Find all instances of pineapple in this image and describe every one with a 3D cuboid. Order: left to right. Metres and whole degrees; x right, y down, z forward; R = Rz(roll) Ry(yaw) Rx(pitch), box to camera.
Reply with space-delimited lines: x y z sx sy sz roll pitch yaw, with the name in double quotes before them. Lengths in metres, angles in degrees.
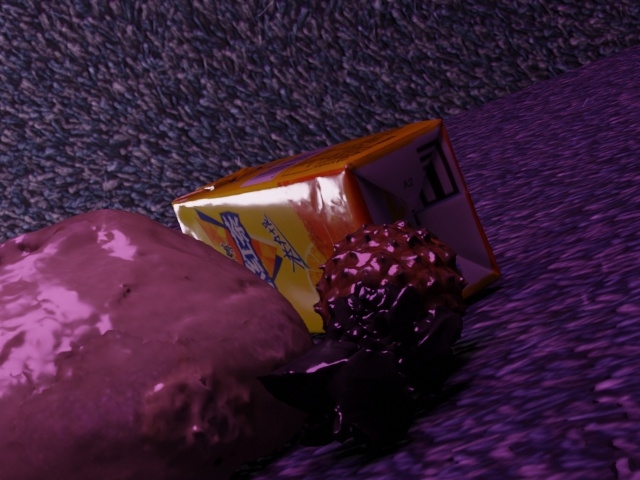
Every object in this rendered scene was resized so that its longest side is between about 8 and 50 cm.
"pineapple" 0.037 0.067 0.934 0.119 0.111 0.237 -51 4 20

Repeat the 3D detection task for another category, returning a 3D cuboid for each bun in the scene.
"bun" -0.191 0.092 1.023 0.364 0.202 0.364 -21 10 4

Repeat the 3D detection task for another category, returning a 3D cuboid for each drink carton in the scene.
"drink carton" 0.000 0.000 1.268 0.111 0.154 0.351 -26 9 -29
